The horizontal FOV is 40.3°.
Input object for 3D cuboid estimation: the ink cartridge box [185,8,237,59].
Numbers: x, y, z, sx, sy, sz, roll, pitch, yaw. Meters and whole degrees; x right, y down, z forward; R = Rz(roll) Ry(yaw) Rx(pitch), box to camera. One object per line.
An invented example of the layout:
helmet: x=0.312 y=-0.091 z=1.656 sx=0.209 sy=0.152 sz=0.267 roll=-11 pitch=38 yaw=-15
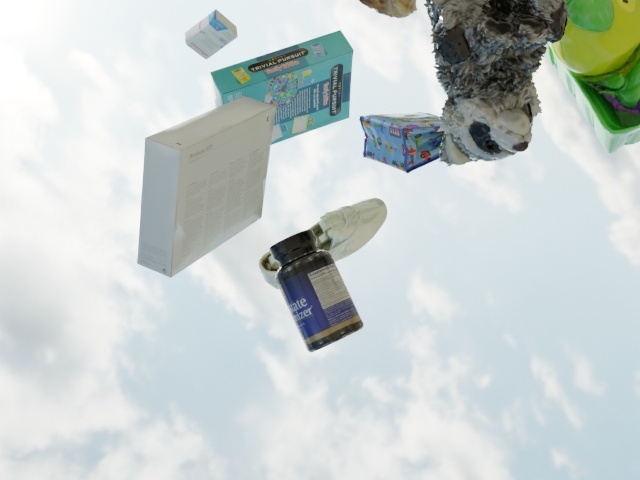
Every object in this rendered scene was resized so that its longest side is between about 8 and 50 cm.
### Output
ink cartridge box: x=-0.308 y=-0.577 z=2.451 sx=0.088 sy=0.122 sz=0.052 roll=34 pitch=-145 yaw=-44

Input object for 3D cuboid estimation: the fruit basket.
fruit basket: x=0.549 y=-0.384 z=1.629 sx=0.392 sy=0.283 sz=0.392 roll=158 pitch=90 yaw=-89

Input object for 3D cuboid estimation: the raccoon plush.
raccoon plush: x=0.267 y=-0.341 z=1.462 sx=0.299 sy=0.216 sz=0.446 roll=89 pitch=179 yaw=-55

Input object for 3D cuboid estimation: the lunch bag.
lunch bag: x=0.298 y=-0.318 z=2.558 sx=0.293 sy=0.138 sz=0.221 roll=-19 pitch=-154 yaw=-26

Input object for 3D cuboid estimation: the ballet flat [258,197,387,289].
ballet flat: x=0.000 y=0.000 z=2.397 sx=0.139 sy=0.400 sz=0.139 roll=54 pitch=-168 yaw=-16

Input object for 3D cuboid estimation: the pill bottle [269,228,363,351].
pill bottle: x=-0.013 y=0.095 z=1.697 sx=0.123 sy=0.123 sz=0.219 roll=-16 pitch=-101 yaw=-59

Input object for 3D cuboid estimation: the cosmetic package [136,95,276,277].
cosmetic package: x=-0.238 y=-0.126 z=1.870 sx=0.097 sy=0.284 sz=0.377 roll=22 pitch=-151 yaw=19

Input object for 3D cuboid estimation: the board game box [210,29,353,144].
board game box: x=-0.090 y=-0.354 z=2.140 sx=0.336 sy=0.254 sz=0.079 roll=-21 pitch=-119 yaw=-13

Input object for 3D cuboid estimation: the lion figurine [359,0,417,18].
lion figurine: x=0.057 y=-0.663 z=2.135 sx=0.392 sy=0.142 sz=0.240 roll=-6 pitch=-93 yaw=-23
